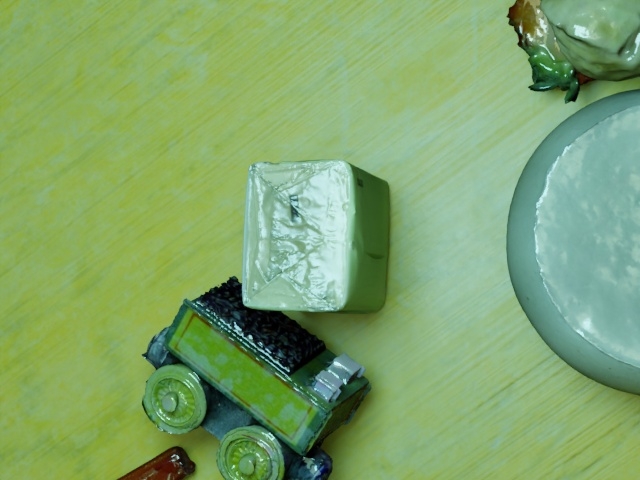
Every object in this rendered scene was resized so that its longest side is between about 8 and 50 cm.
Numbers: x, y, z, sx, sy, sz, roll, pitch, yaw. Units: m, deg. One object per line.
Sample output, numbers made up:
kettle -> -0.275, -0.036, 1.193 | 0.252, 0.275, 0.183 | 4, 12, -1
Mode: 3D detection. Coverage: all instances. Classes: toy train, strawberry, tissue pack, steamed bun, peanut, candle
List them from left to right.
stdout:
candle -> -0.226, 0.293, 1.819 | 0.162, 0.048, 0.053 | -30, 50, 12
toy train -> -0.078, 0.165, 1.729 | 0.261, 0.134, 0.177 | 36, 114, 14
tissue pack -> 0.000, 0.000, 1.686 | 0.125, 0.234, 0.159 | 1, 87, 13
strawberry -> 0.283, -0.249, 1.709 | 0.140, 0.085, 0.192 | -17, 82, 13
steamed bun -> 0.354, 0.003, 1.610 | 0.324, 0.206, 0.324 | -1, 85, 8
peanut -> 0.361, -0.240, 1.589 | 0.340, 0.158, 0.174 | 1, 77, -27
